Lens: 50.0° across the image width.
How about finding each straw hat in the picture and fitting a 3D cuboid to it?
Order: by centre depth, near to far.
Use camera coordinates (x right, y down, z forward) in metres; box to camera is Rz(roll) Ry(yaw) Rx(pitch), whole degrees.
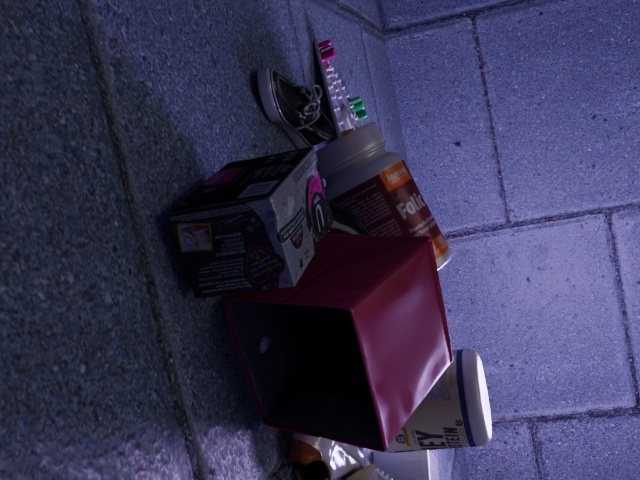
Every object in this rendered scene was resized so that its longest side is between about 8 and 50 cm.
[{"bbox_3d":[0.071,0.510,1.365,0.061,0.144,0.144,54,5,26],"label":"straw hat"}]

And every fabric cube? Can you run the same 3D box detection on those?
[{"bbox_3d":[0.039,0.152,1.150,0.258,0.259,0.254,-38,121,-47],"label":"fabric cube"}]

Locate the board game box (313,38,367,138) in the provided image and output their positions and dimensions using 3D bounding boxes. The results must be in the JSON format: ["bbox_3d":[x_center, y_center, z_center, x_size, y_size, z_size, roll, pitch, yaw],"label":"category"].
[{"bbox_3d":[0.101,-0.345,2.045,0.390,0.050,0.389,45,30,-62],"label":"board game box"}]

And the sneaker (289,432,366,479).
[{"bbox_3d":[0.003,0.430,1.330,0.123,0.106,0.290,-67,147,-27],"label":"sneaker"}]

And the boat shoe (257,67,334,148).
[{"bbox_3d":[-0.045,-0.294,1.530,0.306,0.105,0.113,49,35,-61],"label":"boat shoe"}]

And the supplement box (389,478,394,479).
[{"bbox_3d":[0.150,0.629,1.687,0.083,0.083,0.056,62,25,-45],"label":"supplement box"}]

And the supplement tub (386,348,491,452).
[{"bbox_3d":[0.246,0.402,1.711,0.235,0.325,0.235,-10,90,-74],"label":"supplement tub"}]

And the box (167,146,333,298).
[{"bbox_3d":[-0.092,-0.031,1.045,0.247,0.164,0.142,-61,139,-62],"label":"box"}]

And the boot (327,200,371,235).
[{"bbox_3d":[0.000,0.000,1.431,0.246,0.094,0.207,40,33,-19],"label":"boot"}]

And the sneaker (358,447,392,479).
[{"bbox_3d":[0.130,0.561,1.538,0.258,0.091,0.094,-113,-170,-51],"label":"sneaker"}]

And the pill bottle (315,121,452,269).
[{"bbox_3d":[0.145,-0.081,1.717,0.392,0.224,0.224,62,18,-4],"label":"pill bottle"}]

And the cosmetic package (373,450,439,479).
[{"bbox_3d":[0.233,0.662,1.826,0.151,0.152,0.183,59,26,-50],"label":"cosmetic package"}]
